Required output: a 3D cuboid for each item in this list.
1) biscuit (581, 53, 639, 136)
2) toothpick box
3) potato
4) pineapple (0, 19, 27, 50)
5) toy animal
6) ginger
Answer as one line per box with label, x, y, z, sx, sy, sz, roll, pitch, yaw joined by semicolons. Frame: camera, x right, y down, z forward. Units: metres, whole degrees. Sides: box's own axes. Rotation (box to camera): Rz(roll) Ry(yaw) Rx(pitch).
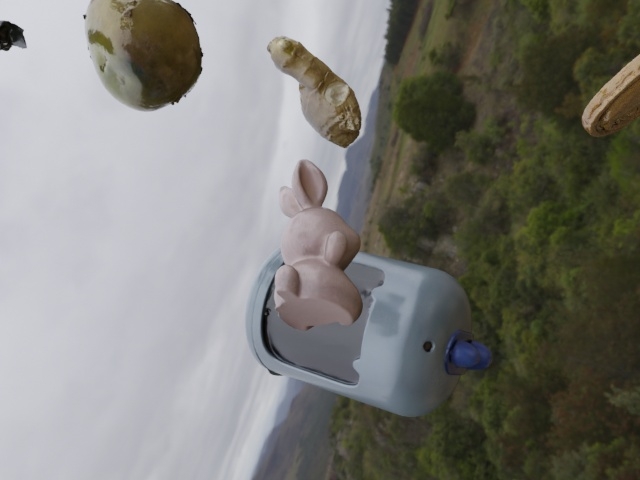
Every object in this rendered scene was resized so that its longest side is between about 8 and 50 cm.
biscuit;0.507;-0.237;0.926;0.289;0.044;0.202;-17;-26;-32
toothpick box;0.089;0.140;0.998;0.263;0.355;0.262;-21;-63;-51
potato;-0.282;-0.289;0.979;0.117;0.182;0.202;-100;0;-55
pineapple;-0.578;-0.327;1.015;0.310;0.170;0.141;-122;34;-65
toy animal;0.001;0.001;0.782;0.124;0.124;0.212;107;169;-60
ginger;-0.006;-0.196;0.814;0.067;0.165;0.096;-42;8;-9
